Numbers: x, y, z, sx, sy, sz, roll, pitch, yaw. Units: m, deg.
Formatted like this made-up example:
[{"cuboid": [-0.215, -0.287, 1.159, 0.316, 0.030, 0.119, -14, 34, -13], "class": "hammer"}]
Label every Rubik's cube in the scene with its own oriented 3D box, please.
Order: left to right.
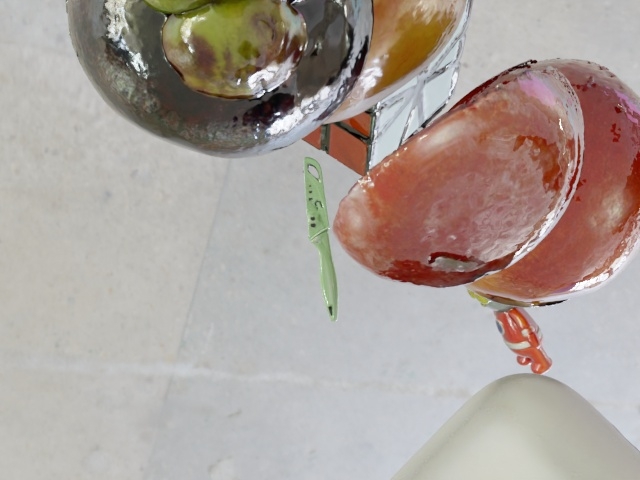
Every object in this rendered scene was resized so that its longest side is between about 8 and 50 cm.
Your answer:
[{"cuboid": [0.066, -0.331, 1.663, 0.288, 0.283, 0.293, -44, 158, -32], "class": "Rubik's cube"}]

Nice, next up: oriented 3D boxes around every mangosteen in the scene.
[{"cuboid": [-0.095, -0.237, 0.897, 0.297, 0.297, 0.313, -17, 137, -9], "class": "mangosteen"}]

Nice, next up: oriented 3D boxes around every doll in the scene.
[{"cuboid": [0.300, 0.106, 1.547, 0.076, 0.142, 0.245, -34, 106, -8], "class": "doll"}]

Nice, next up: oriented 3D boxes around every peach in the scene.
[{"cuboid": [0.023, -0.318, 1.272, 0.290, 0.372, 0.372, 20, 111, -48], "class": "peach"}, {"cuboid": [0.310, -0.091, 1.368, 0.370, 0.370, 0.370, -8, 120, -14], "class": "peach"}]

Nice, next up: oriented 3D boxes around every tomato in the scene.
[{"cuboid": [0.108, -0.031, 0.638, 0.173, 0.189, 0.099, -40, 81, 35], "class": "tomato"}]

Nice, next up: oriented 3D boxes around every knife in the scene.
[{"cuboid": [0.000, 0.000, 1.641, 0.043, 0.020, 0.293, -6, 100, 2], "class": "knife"}]

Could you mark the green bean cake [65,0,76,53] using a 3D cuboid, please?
[{"cuboid": [-0.347, -0.419, 1.633, 0.113, 0.200, 0.214, -14, 100, -46], "class": "green bean cake"}]

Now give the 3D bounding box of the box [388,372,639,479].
[{"cuboid": [0.156, 0.306, 0.838, 0.349, 0.288, 0.141, -47, 137, 5], "class": "box"}]
